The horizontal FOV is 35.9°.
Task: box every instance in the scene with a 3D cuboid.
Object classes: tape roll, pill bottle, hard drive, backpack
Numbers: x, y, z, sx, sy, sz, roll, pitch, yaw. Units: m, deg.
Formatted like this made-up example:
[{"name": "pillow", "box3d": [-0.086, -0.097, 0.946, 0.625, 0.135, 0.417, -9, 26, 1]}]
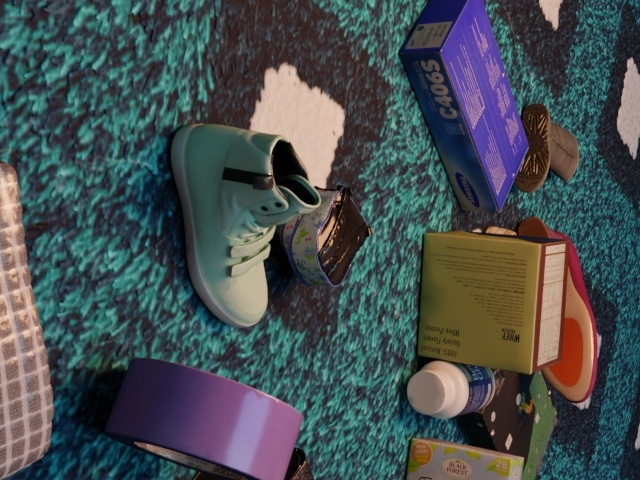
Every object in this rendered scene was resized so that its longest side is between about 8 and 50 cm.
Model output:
[{"name": "tape roll", "box3d": [-0.119, 0.190, 1.011, 0.189, 0.189, 0.080, 43, 60, -51]}, {"name": "pill bottle", "box3d": [0.210, 0.239, 1.604, 0.169, 0.094, 0.094, 3, 92, -57]}, {"name": "hard drive", "box3d": [0.361, 0.327, 1.878, 0.237, 0.064, 0.339, -59, 139, -33]}, {"name": "backpack", "box3d": [0.000, 0.000, 1.257, 0.105, 0.084, 0.114, 59, 43, -42]}]

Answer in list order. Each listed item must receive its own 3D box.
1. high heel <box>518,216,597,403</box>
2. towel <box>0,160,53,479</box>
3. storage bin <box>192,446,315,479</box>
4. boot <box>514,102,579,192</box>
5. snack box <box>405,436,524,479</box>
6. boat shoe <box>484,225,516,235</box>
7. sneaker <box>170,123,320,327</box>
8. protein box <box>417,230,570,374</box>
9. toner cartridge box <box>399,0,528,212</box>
[{"name": "high heel", "box3d": [0.471, 0.141, 1.866, 0.181, 0.127, 0.377, 34, 45, -49]}, {"name": "towel", "box3d": [-0.325, 0.075, 0.742, 0.235, 0.121, 0.283, -21, 112, -55]}, {"name": "storage bin", "box3d": [-0.093, 0.320, 1.131, 0.180, 0.122, 0.084, -49, 134, -41]}, {"name": "boot", "box3d": [0.445, -0.156, 1.937, 0.208, 0.076, 0.189, 34, 69, -61]}, {"name": "snack box", "box3d": [0.220, 0.432, 1.578, 0.070, 0.175, 0.207, 18, 79, -60]}, {"name": "boat shoe", "box3d": [0.317, 0.060, 1.773, 0.063, 0.059, 0.170, 11, 86, -57]}, {"name": "sneaker", "box3d": [-0.069, -0.004, 1.092, 0.094, 0.151, 0.255, -45, 132, -46]}, {"name": "protein box", "box3d": [0.278, 0.093, 1.590, 0.136, 0.200, 0.201, -4, 98, -56]}, {"name": "toner cartridge box", "box3d": [0.241, -0.221, 1.600, 0.165, 0.075, 0.347, -60, 139, -31]}]
